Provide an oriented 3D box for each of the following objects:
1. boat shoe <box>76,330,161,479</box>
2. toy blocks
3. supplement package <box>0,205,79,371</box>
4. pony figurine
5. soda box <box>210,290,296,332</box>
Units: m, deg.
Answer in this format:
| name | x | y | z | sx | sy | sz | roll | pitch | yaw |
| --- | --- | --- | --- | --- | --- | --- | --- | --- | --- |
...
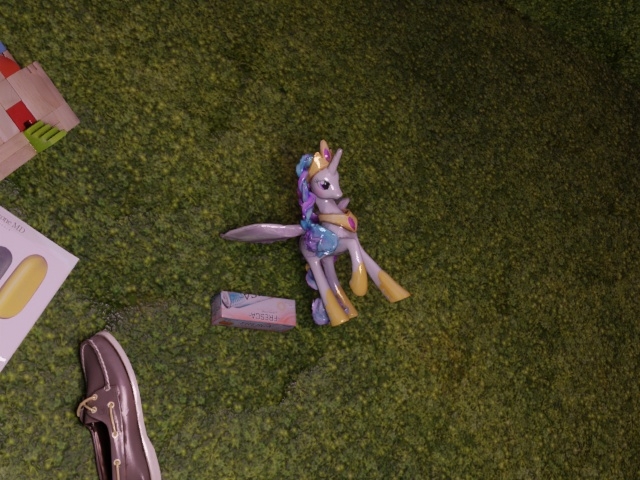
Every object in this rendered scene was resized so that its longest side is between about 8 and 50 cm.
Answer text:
| name | x | y | z | sx | sy | sz | roll | pitch | yaw |
| --- | --- | --- | --- | --- | --- | --- | --- | --- | --- |
| boat shoe | -0.392 | 0.330 | 1.633 | 0.097 | 0.117 | 0.324 | -12 | 82 | -40 |
| toy blocks | -0.632 | -0.251 | 1.628 | 0.261 | 0.191 | 0.381 | 57 | 35 | -18 |
| supplement package | -0.594 | 0.102 | 1.530 | 0.199 | 0.198 | 0.262 | 37 | 61 | -14 |
| pony figurine | 0.000 | 0.000 | 1.896 | 0.303 | 0.351 | 0.363 | -20 | 85 | -37 |
| soda box | -0.144 | 0.156 | 1.908 | 0.183 | 0.058 | 0.063 | 10 | 64 | -30 |
